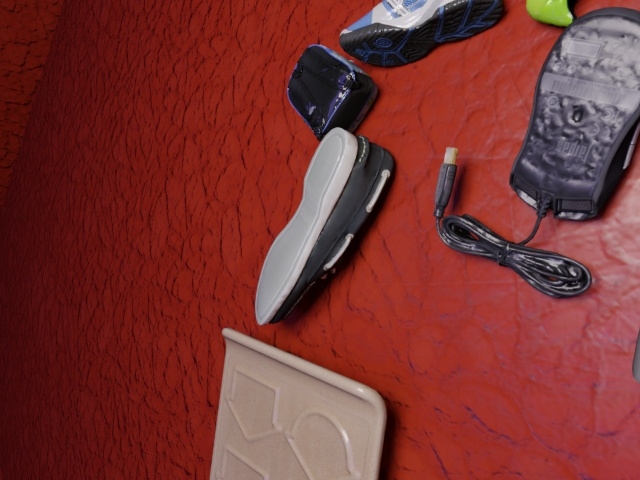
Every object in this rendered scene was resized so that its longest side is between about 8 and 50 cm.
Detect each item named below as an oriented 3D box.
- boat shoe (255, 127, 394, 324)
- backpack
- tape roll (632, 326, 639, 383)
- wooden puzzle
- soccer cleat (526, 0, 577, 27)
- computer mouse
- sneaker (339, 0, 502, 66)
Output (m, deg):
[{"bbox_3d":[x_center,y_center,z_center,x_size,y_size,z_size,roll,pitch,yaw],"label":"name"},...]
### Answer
[{"bbox_3d":[0.000,0.000,0.679,0.303,0.091,0.114,-60,30,25],"label":"boat shoe"},{"bbox_3d":[0.013,-0.206,0.691,0.114,0.084,0.105,50,119,30],"label":"backpack"},{"bbox_3d":[0.305,0.075,0.274,0.219,0.219,0.073,14,97,45],"label":"tape roll"},{"bbox_3d":[-0.040,0.323,0.703,0.322,0.080,0.348,9,97,46],"label":"wooden puzzle"},{"bbox_3d":[0.267,-0.294,0.470,0.072,0.060,0.179,41,121,29],"label":"soccer cleat"},{"bbox_3d":[0.215,-0.090,0.499,0.184,0.060,0.262,24,114,40],"label":"computer mouse"},{"bbox_3d":[0.117,-0.279,0.609,0.211,0.080,0.081,-5,76,35],"label":"sneaker"}]
